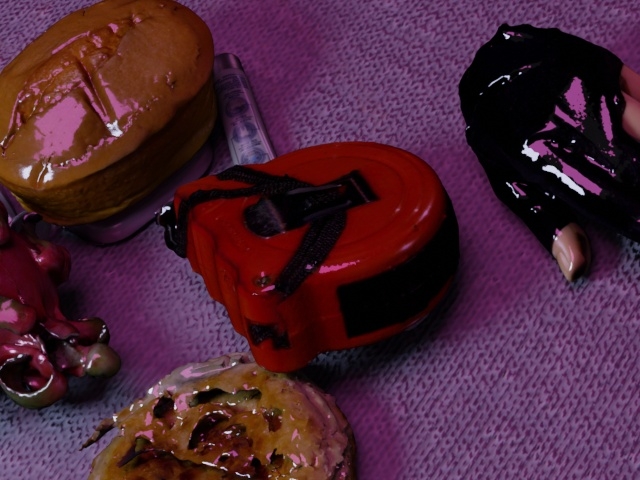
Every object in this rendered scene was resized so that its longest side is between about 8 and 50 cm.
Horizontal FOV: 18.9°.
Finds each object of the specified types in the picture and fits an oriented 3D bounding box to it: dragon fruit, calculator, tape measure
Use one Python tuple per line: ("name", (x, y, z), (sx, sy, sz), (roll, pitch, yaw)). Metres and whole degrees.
("dragon fruit", (-0.329, 0.081, 1.906), (0.218, 0.198, 0.273), (-26, 69, -37))
("calculator", (-0.246, -0.113, 2.094), (0.194, 0.043, 0.294), (-40, 54, -12))
("tape measure", (0.000, 0.000, 1.842), (0.260, 0.114, 0.253), (-22, 36, -12))

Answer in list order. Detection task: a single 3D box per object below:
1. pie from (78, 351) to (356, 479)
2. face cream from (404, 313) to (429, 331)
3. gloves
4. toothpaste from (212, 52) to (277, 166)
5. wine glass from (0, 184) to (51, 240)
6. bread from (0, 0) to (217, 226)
("pie", (-0.094, 0.225, 1.767), (0.308, 0.085, 0.308), (-10, 52, 13))
("face cream", (0.070, 0.053, 1.873), (0.040, 0.021, 0.083), (-38, 52, -9))
("gloves", (0.250, -0.078, 1.839), (0.301, 0.152, 0.197), (39, 102, 22))
("toothpaste", (-0.075, -0.103, 2.028), (0.062, 0.039, 0.239), (-19, 53, 0))
("wine glass", (-0.359, -0.041, 2.068), (0.155, 0.073, 0.073), (34, 72, 32))
("bread", (-0.227, -0.139, 1.996), (0.270, 0.142, 0.195), (-37, 57, -17))
